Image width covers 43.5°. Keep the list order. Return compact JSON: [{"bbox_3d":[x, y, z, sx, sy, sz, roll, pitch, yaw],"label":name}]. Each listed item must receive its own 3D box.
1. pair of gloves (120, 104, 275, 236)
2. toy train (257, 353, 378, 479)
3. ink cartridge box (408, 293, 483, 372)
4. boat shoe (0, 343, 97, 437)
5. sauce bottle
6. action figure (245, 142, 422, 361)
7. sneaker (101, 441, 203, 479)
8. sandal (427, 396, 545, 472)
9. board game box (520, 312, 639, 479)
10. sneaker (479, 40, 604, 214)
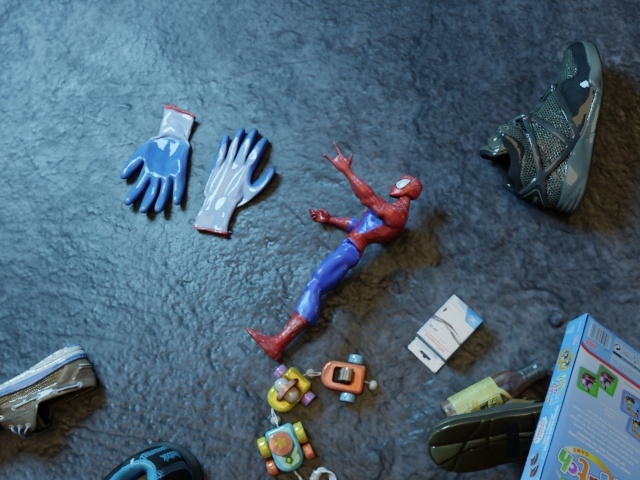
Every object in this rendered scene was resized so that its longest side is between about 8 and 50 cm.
[{"bbox_3d":[-0.161,-0.093,1.061,0.198,0.023,0.159,17,76,11],"label":"pair of gloves"},{"bbox_3d":[-0.008,0.205,0.941,0.125,0.046,0.166,14,74,10],"label":"toy train"},{"bbox_3d":[0.149,0.112,0.963,0.048,0.028,0.083,43,82,16],"label":"ink cartridge box"},{"bbox_3d":[-0.356,0.201,0.965,0.183,0.066,0.066,-35,74,-6],"label":"boat shoe"},{"bbox_3d":[0.202,0.177,0.931,0.128,0.042,0.042,-28,72,-2],"label":"sauce bottle"},{"bbox_3d":[0.000,0.000,0.978,0.280,0.091,0.139,-43,83,-8],"label":"action figure"},{"bbox_3d":[-0.267,0.364,0.868,0.125,0.140,0.341,31,79,12],"label":"sneaker"},{"bbox_3d":[0.224,0.217,0.905,0.219,0.060,0.090,-4,108,-4],"label":"sandal"},{"bbox_3d":[0.309,0.207,0.849,0.160,0.039,0.211,35,54,-7],"label":"board game box"},{"bbox_3d":[0.277,-0.154,1.003,0.130,0.087,0.228,14,80,3],"label":"sneaker"}]
